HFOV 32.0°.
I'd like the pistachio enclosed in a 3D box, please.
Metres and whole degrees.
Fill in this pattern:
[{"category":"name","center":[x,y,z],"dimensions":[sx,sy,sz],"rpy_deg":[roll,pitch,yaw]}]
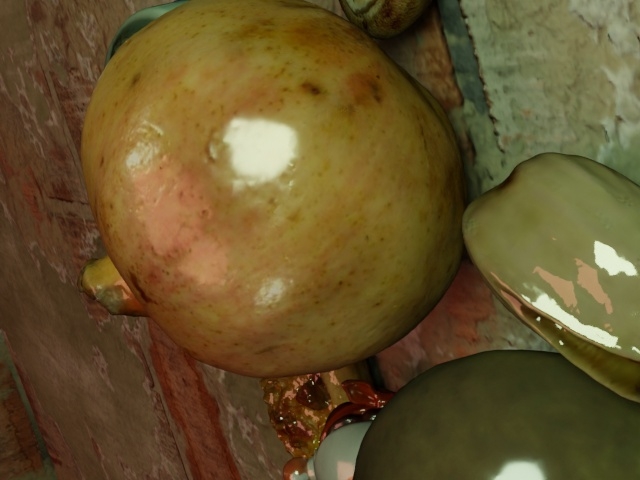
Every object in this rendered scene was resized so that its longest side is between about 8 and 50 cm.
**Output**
[{"category":"pistachio","center":[0.191,0.025,0.772],"dimensions":[0.206,0.131,0.129],"rpy_deg":[44,154,28]}]

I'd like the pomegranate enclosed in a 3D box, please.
[{"category":"pomegranate","center":[-0.049,-0.030,0.903],"dimensions":[0.338,0.338,0.338],"rpy_deg":[40,143,40]}]

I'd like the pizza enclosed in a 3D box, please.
[{"category":"pizza","center":[-0.012,0.192,1.300],"dimensions":[0.226,0.086,0.335],"rpy_deg":[28,136,47]}]

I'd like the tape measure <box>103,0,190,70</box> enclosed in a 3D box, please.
[{"category":"tape measure","center":[-0.120,-0.124,1.184],"dimensions":[0.259,0.138,0.262],"rpy_deg":[61,152,7]}]

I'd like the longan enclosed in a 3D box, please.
[{"category":"longan","center":[0.167,0.225,0.862],"dimensions":[0.300,0.243,0.300],"rpy_deg":[12,134,13]}]

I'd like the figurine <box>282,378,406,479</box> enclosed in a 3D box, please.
[{"category":"figurine","center":[0.050,0.240,1.134],"dimensions":[0.184,0.160,0.226],"rpy_deg":[10,113,15]}]

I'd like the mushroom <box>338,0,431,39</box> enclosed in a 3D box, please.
[{"category":"mushroom","center":[0.042,-0.221,0.879],"dimensions":[0.127,0.087,0.127],"rpy_deg":[46,150,36]}]
